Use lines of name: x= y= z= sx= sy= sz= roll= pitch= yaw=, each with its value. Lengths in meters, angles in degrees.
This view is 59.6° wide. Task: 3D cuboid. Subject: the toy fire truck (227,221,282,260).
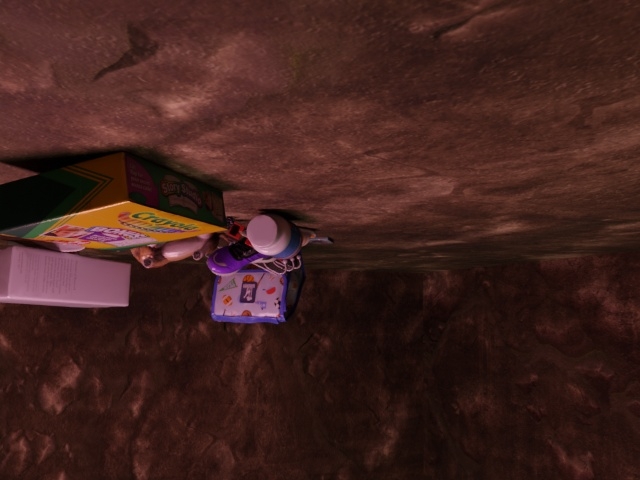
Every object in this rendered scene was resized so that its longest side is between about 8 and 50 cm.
toy fire truck: x=-0.199 y=0.006 z=1.804 sx=0.192 sy=0.047 sz=0.135 roll=26 pitch=175 yaw=1

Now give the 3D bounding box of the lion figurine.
lion figurine: x=-0.471 y=0.017 z=1.915 sx=0.392 sy=0.142 sz=0.240 roll=-3 pitch=-179 yaw=0

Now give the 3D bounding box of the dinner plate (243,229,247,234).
dinner plate: x=-0.220 y=-0.023 z=2.044 sx=0.141 sy=0.017 sz=0.141 roll=0 pitch=173 yaw=0

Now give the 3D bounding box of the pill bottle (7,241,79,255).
pill bottle: x=-0.964 y=0.007 z=1.947 sx=0.221 sy=0.121 sz=0.121 roll=5 pitch=172 yaw=-30

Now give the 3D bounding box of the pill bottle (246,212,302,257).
pill bottle: x=-0.136 y=-0.013 z=1.647 sx=0.124 sy=0.124 sz=0.221 roll=0 pitch=173 yaw=12

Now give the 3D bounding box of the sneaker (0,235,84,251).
sneaker: x=-0.886 y=-0.023 z=1.811 sx=0.293 sy=0.108 sz=0.169 roll=11 pitch=174 yaw=-7

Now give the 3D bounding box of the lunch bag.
lunch bag: x=-0.260 y=0.195 z=2.377 sx=0.328 sy=0.238 sz=0.385 roll=0 pitch=-143 yaw=14

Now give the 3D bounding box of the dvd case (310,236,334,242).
dvd case: x=0.000 y=0.000 z=2.211 sx=0.087 sy=0.013 sz=0.119 roll=-1 pitch=174 yaw=12

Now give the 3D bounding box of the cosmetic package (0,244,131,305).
cosmetic package: x=-0.875 y=0.129 z=1.835 sx=0.230 sy=0.161 sz=0.453 roll=-4 pitch=168 yaw=27

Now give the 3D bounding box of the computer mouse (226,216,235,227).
computer mouse: x=-0.364 y=-0.054 z=1.699 sx=0.193 sy=0.042 sz=0.106 roll=-2 pitch=180 yaw=-23

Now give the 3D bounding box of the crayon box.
crayon box: x=-0.424 y=-0.064 z=1.187 sx=0.313 sy=0.106 sz=0.363 roll=-9 pitch=171 yaw=18

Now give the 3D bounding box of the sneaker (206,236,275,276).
sneaker: x=-0.251 y=0.023 z=1.920 sx=0.293 sy=0.102 sz=0.146 roll=-18 pitch=155 yaw=-38

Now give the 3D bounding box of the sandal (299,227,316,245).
sandal: x=-0.124 y=-0.008 z=1.888 sx=0.102 sy=0.076 sz=0.265 roll=-5 pitch=171 yaw=41

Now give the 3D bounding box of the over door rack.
over door rack: x=-0.250 y=0.044 z=2.179 sx=0.324 sy=0.108 sz=0.239 roll=13 pitch=-175 yaw=12
